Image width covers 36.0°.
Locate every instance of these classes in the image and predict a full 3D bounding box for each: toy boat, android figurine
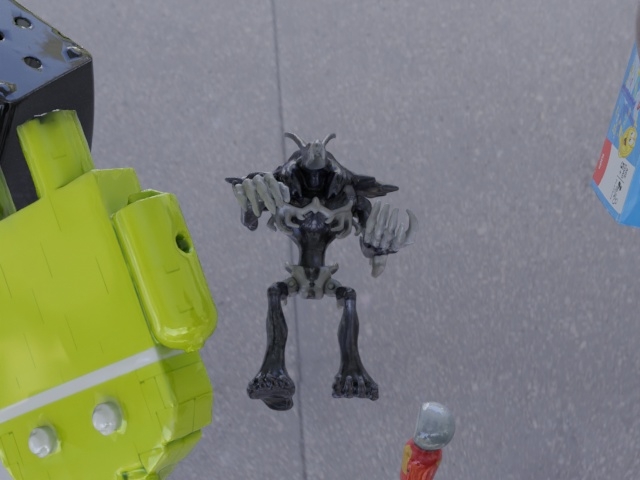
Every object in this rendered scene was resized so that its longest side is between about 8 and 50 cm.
[{"bbox_3d":[0.212,0.359,1.310,0.267,0.148,0.318,-11,38,-33],"label":"toy boat"},{"bbox_3d":[-0.169,0.062,0.654,0.248,0.056,0.273,-21,83,30],"label":"android figurine"}]

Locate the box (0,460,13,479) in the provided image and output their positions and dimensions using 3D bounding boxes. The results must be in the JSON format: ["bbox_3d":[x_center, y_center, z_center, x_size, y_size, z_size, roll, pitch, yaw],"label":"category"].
[{"bbox_3d":[-0.245,0.306,0.866,0.232,0.058,0.322,-25,60,51],"label":"box"}]

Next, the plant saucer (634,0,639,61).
[{"bbox_3d":[0.145,-0.022,0.309,0.029,0.168,0.168,-32,54,31],"label":"plant saucer"}]

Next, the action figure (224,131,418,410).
[{"bbox_3d":[0.000,0.000,0.850,0.164,0.141,0.276,4,64,-11],"label":"action figure"}]

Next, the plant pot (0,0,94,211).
[{"bbox_3d":[-0.301,-0.111,0.844,0.187,0.167,0.188,36,34,2],"label":"plant pot"}]

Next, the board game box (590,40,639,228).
[{"bbox_3d":[0.365,-0.131,0.615,0.308,0.302,0.086,11,20,0],"label":"board game box"}]
